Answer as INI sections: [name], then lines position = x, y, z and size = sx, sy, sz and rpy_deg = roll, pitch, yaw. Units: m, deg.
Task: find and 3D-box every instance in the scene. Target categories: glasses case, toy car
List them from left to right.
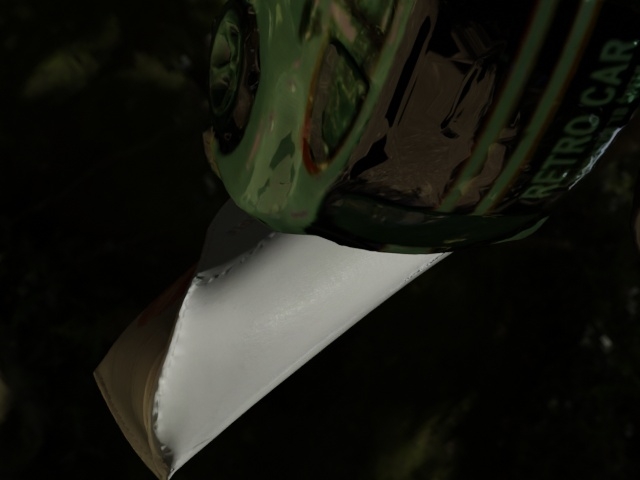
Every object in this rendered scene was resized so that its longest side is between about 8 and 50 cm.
[glasses case]
position = -0.001, 0.000, 0.877
size = 0.128, 0.308, 0.083
rpy_deg = 23, -36, 55
[toy car]
position = 0.059, -0.100, 0.519
size = 0.136, 0.305, 0.125
rpy_deg = 5, 44, -20

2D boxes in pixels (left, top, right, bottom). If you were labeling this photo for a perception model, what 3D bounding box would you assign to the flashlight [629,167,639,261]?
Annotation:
[flashlight]
position = 0.151, -0.044, 0.543
size = 0.093, 0.093, 0.232
rpy_deg = 51, 28, -13
